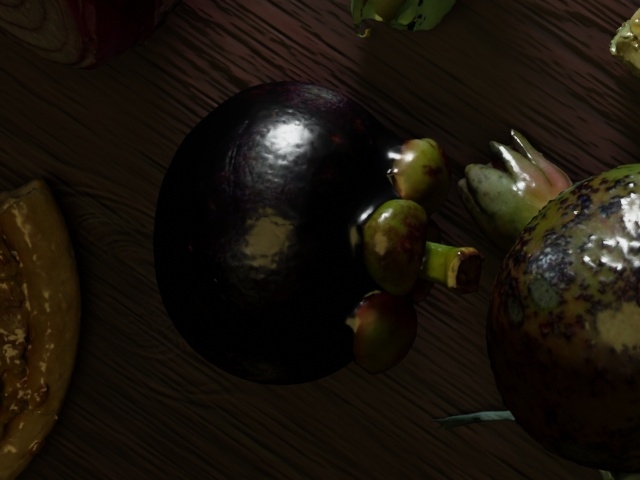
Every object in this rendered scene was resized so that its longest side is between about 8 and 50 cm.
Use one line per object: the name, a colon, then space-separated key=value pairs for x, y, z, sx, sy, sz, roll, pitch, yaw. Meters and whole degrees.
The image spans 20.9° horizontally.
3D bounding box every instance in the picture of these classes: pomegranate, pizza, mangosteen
pomegranate: x=0.245 y=0.036 z=1.546 sx=0.340 sy=0.285 sz=0.285 roll=45 pitch=106 yaw=33
pizza: x=-0.379 y=0.108 z=1.732 sx=0.277 sy=0.114 sz=0.409 roll=30 pitch=100 yaw=-1
mangosteen: x=0.000 y=0.000 z=1.560 sx=0.302 sy=0.275 sz=0.275 roll=13 pitch=101 yaw=19

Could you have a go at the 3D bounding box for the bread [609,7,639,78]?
bread: x=0.366 y=-0.197 z=1.546 sx=0.196 sy=0.102 sz=0.138 roll=-43 pitch=92 yaw=12

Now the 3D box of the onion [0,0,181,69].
onion: x=-0.229 y=-0.332 z=1.557 sx=0.336 sy=0.282 sz=0.260 roll=43 pitch=65 yaw=9

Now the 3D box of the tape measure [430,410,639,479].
tape measure: x=0.249 y=0.265 z=1.648 sx=0.330 sy=0.084 sz=0.164 roll=17 pitch=97 yaw=6

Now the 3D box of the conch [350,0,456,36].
conch: x=0.102 y=-0.299 z=1.559 sx=0.143 sy=0.137 sz=0.251 roll=8 pitch=100 yaw=8
